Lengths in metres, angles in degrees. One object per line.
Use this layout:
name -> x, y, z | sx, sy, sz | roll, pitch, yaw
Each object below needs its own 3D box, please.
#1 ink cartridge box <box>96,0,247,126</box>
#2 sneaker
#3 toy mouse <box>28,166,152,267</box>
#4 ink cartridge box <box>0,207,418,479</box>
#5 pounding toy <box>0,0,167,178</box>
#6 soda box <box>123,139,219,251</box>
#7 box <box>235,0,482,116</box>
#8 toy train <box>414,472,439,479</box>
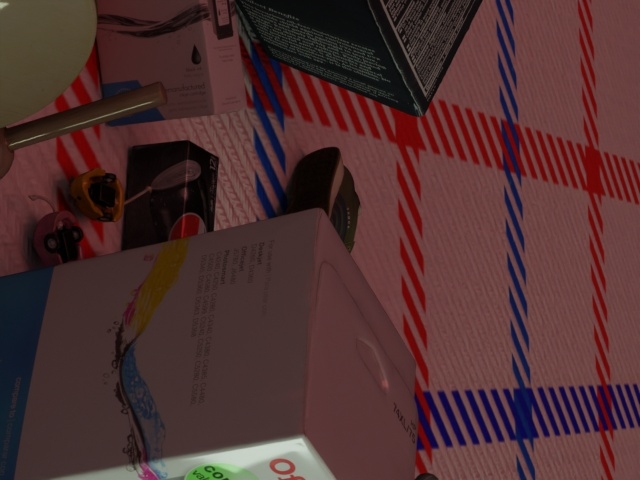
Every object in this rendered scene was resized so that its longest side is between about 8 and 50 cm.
ink cartridge box -> -0.127, -0.187, 1.580 | 0.060, 0.104, 0.180 | -19, 102, -63
sneaker -> 0.000, 0.000, 1.859 | 0.086, 0.064, 0.192 | 61, 31, -32
toy mouse -> -0.185, 0.014, 1.511 | 0.161, 0.031, 0.143 | 21, 67, -62
ink cartridge box -> -0.090, 0.132, 1.382 | 0.198, 0.270, 0.197 | 58, 27, -43
pounding toy -> -0.235, -0.157, 1.317 | 0.237, 0.183, 0.110 | 53, 14, -49
soda box -> -0.124, 0.006, 1.604 | 0.053, 0.060, 0.169 | 28, 61, -60
box -> 0.053, -0.315, 1.726 | 0.296, 0.183, 0.294 | -63, 161, -11
toy train -> 0.015, 0.313, 1.772 | 0.334, 0.142, 0.190 | -12, 107, -64
